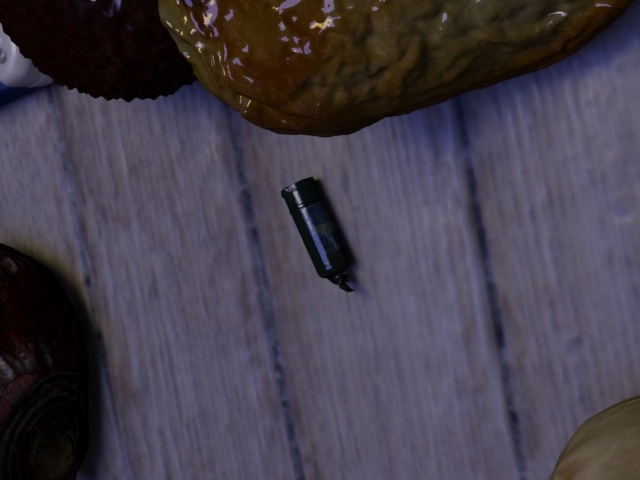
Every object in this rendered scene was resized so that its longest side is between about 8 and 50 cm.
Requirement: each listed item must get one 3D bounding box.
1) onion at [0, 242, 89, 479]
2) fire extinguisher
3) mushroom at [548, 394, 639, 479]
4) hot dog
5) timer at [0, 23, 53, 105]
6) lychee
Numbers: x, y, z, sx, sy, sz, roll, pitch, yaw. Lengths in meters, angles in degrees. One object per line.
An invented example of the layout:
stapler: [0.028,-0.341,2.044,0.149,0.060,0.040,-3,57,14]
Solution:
onion: [-0.307,0.108,0.844,0.216,0.206,0.207,19,108,28]
fire extinguisher: [0.000,0.000,0.738,0.083,0.025,0.038,65,161,6]
mushroom: [0.175,0.212,0.541,0.234,0.254,0.260,-28,41,25]
hot dog: [0.043,-0.157,0.601,0.259,0.114,0.175,-19,102,9]
timer: [-0.309,-0.226,0.863,0.178,0.078,0.253,-16,89,33]
lychee: [-0.129,-0.177,0.695,0.194,0.194,0.194,6,102,32]
